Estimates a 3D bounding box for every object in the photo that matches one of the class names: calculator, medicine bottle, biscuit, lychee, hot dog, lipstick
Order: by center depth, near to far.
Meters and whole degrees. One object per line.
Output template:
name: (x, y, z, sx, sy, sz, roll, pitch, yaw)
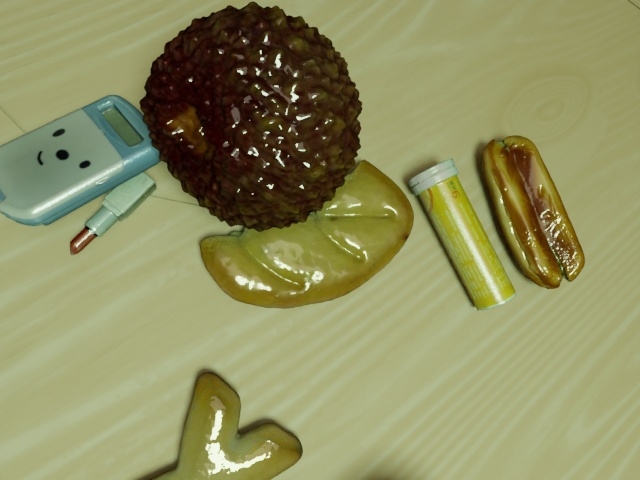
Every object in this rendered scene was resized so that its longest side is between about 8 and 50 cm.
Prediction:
biscuit: (-0.136, 0.278, 0.510, 0.164, 0.047, 0.208, 39, 71, -4)
lychee: (-0.060, -0.145, 0.533, 0.271, 0.271, 0.272, 3, 77, -15)
calculator: (-0.288, -0.101, 0.537, 0.210, 0.039, 0.121, -35, 70, -20)
lipstick: (-0.258, -0.032, 0.550, 0.030, 0.030, 0.129, 40, 70, -5)
biscuit: (0.001, 0.004, 0.611, 0.299, 0.045, 0.154, -29, 87, -19)
medicine bottle: (0.209, -0.008, 0.660, 0.073, 0.074, 0.218, -26, 87, -20)
hot dog: (0.321, -0.044, 0.702, 0.100, 0.068, 0.250, -17, 81, -6)
